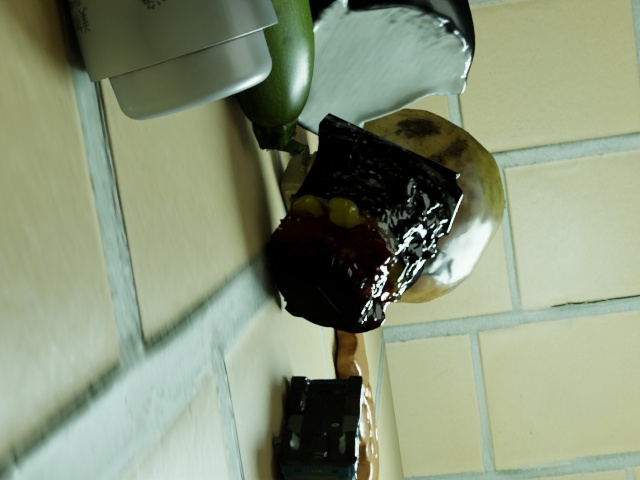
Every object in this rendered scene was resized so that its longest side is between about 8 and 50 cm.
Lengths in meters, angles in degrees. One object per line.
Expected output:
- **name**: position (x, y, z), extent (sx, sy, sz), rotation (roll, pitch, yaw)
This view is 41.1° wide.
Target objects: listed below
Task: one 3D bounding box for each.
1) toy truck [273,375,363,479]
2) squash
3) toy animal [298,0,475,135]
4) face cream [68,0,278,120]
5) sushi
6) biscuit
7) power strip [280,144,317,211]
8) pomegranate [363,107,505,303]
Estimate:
- **toy truck**: position (0.002, 0.184, 0.794), extent (0.201, 0.074, 0.088), rotation (-78, 168, -73)
- **squash**: position (-0.052, -0.188, 0.682), extent (0.331, 0.087, 0.087), rotation (78, 7, -46)
- **toy animal**: position (0.033, -0.288, 0.878), extent (0.251, 0.251, 0.309), rotation (71, 8, -60)
- **face cream**: position (-0.070, -0.109, 0.391), extent (0.091, 0.091, 0.095), rotation (-78, 151, -72)
- **sushi**: position (0.027, 0.009, 0.837), extent (0.150, 0.153, 0.172), rotation (-51, 162, -39)
- **biscuit**: position (0.060, 0.236, 1.326), extent (0.284, 0.043, 0.306), rotation (72, 12, -59)
- **power strip**: position (0.000, 0.000, 1.044), extent (0.305, 0.044, 0.064), rotation (77, 25, -47)
- **pomegranate**: position (0.114, -0.053, 1.203), extent (0.281, 0.281, 0.281), rotation (-8, 90, -84)
